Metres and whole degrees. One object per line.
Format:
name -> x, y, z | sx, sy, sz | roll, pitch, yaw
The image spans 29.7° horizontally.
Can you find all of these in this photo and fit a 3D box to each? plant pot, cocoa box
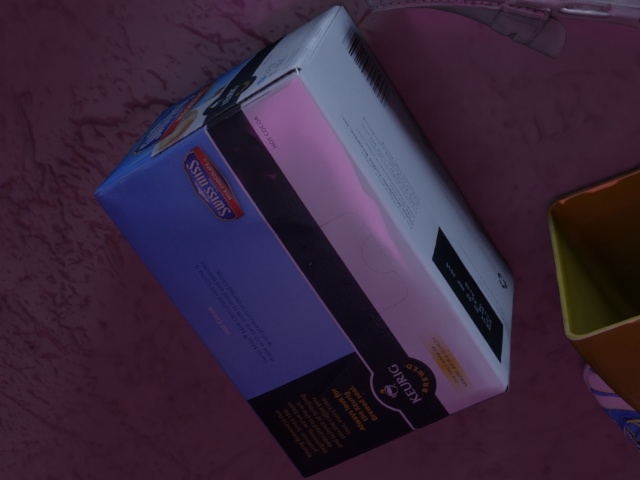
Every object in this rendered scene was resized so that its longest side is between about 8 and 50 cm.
plant pot -> 0.355, 0.056, 1.132 | 0.212, 0.212, 0.187 | -22, 122, 19
cocoa box -> 0.000, 0.000, 1.144 | 0.228, 0.231, 0.347 | -28, 107, 22

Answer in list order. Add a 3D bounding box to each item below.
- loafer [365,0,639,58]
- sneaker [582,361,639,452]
loafer -> 0.196, -0.216, 1.074 | 0.320, 0.112, 0.111 | -1, 106, 10
sneaker -> 0.371, 0.208, 1.234 | 0.240, 0.126, 0.091 | 36, 116, -8
